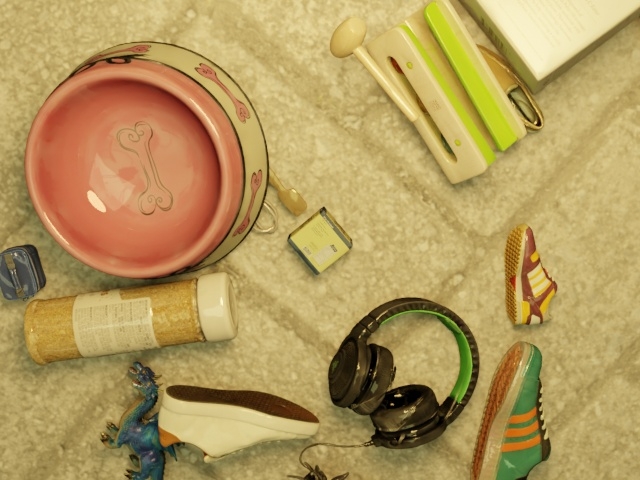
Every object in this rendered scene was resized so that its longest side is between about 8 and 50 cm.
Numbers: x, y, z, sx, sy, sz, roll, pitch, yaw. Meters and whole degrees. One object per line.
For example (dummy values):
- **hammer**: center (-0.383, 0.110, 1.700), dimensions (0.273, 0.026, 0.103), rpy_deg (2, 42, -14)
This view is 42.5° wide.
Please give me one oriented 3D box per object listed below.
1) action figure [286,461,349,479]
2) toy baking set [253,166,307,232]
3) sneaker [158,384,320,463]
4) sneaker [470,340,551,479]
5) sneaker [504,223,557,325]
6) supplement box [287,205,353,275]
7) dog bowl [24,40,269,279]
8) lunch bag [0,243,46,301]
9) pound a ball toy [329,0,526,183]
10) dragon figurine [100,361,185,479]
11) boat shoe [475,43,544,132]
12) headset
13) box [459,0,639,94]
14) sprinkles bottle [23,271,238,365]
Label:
- **action figure**: center (0.050, 0.528, 1.514), dimensions (0.164, 0.141, 0.275), rpy_deg (-40, 72, 16)
- **toy baking set**: center (-0.158, -0.098, 1.441), dimensions (0.256, 0.030, 0.196), rpy_deg (-9, 107, 9)
- **sneaker**: center (-0.149, 0.338, 1.475), dimensions (0.290, 0.106, 0.123), rpy_deg (11, 101, -15)
- **sneaker**: center (0.364, 0.324, 1.485), dimensions (0.121, 0.108, 0.302), rpy_deg (11, 109, -2)
- **sneaker**: center (0.375, 0.058, 1.452), dimensions (0.084, 0.069, 0.185), rpy_deg (-4, 108, -8)
- **supplement box**: center (0.000, 0.000, 1.443), dimensions (0.083, 0.056, 0.083), rpy_deg (-39, 99, 8)
- **dog bowl**: center (-0.296, -0.118, 1.353), dimensions (0.408, 0.150, 0.407), rpy_deg (2, 104, 6)
- **lunch bag**: center (-0.533, 0.060, 1.456), dimensions (0.067, 0.065, 0.098), rpy_deg (-14, 100, 4)
- **pound a ball toy**: center (0.159, -0.238, 1.336), dimensions (0.208, 0.136, 0.319), rpy_deg (-40, 100, -28)
- **dragon figurine**: center (-0.300, 0.367, 1.505), dimensions (0.144, 0.085, 0.289), rpy_deg (-28, 98, 6)
- **boat shoe**: center (0.310, -0.258, 1.379), dimensions (0.190, 0.072, 0.068), rpy_deg (41, 99, -7)
- **headset**: center (0.116, 0.281, 1.426), dimensions (0.243, 0.185, 0.394), rpy_deg (44, 85, -14)
- **box**: center (0.410, -0.422, 1.269), dimensions (0.345, 0.168, 0.215), rpy_deg (-37, 85, 11)
- **sprinkles bottle**: center (-0.328, 0.138, 1.441), dimensions (0.356, 0.121, 0.121), rpy_deg (-8, 101, 2)
